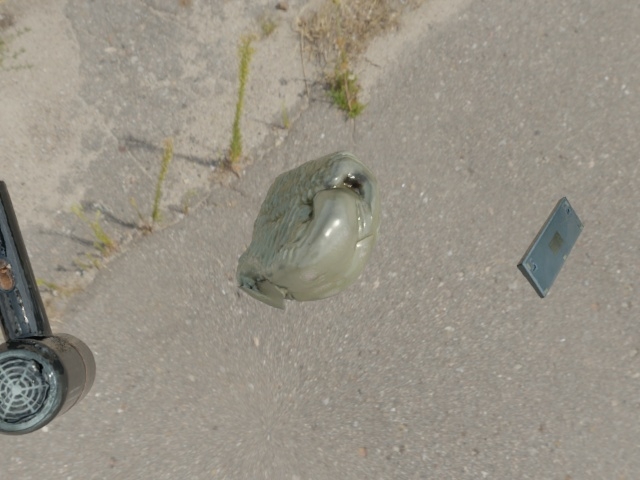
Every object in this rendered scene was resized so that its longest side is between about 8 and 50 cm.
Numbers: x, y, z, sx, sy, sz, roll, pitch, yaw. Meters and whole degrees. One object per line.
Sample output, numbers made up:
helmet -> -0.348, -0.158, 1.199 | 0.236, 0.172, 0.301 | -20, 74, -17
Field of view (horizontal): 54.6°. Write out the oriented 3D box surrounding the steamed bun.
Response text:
steamed bun -> -0.001, 0.002, 0.796 | 0.144, 0.218, 0.211 | 38, 53, -24

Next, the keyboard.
keyboard -> 0.308, 0.005, 0.823 | 0.055, 0.014, 0.176 | 52, 49, -6

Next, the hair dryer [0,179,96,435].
hair dryer -> -0.376, 0.047, 0.736 | 0.107, 0.189, 0.352 | -19, 88, -12
